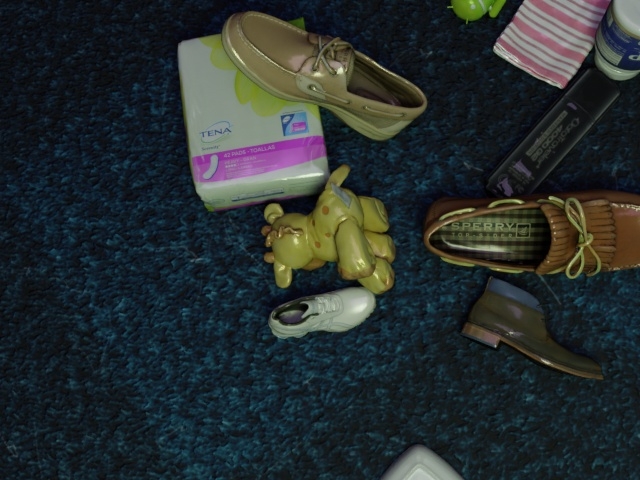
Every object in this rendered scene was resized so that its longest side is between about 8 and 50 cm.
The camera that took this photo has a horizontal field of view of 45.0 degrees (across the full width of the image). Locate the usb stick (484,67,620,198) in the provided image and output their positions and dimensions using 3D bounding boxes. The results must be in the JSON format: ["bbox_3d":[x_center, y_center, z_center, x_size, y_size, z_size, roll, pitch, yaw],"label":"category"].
[{"bbox_3d":[0.379,-0.167,1.261,0.077,0.045,0.278,42,84,5],"label":"usb stick"}]

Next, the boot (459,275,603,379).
[{"bbox_3d":[0.334,0.135,1.178,0.219,0.082,0.106,19,83,12],"label":"boot"}]

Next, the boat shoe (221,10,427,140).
[{"bbox_3d":[0.012,-0.272,1.205,0.341,0.110,0.121,21,64,-26],"label":"boat shoe"}]

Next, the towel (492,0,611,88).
[{"bbox_3d":[0.401,-0.367,1.312,0.144,0.029,0.197,33,82,11],"label":"towel"}]

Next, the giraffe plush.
[{"bbox_3d":[0.000,0.000,1.211,0.170,0.210,0.181,-20,42,25],"label":"giraffe plush"}]

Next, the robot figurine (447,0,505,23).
[{"bbox_3d":[0.269,-0.425,1.320,0.101,0.067,0.115,41,84,7],"label":"robot figurine"}]

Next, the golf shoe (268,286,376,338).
[{"bbox_3d":[0.003,0.113,1.217,0.176,0.086,0.069,-17,74,0],"label":"golf shoe"}]

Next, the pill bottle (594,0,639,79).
[{"bbox_3d":[0.494,-0.329,1.212,0.112,0.186,0.112,-1,77,6],"label":"pill bottle"}]

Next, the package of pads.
[{"bbox_3d":[-0.114,-0.208,1.295,0.229,0.101,0.296,-9,76,3],"label":"package of pads"}]

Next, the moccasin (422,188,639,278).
[{"bbox_3d":[0.345,-0.012,1.160,0.380,0.147,0.139,7,108,7],"label":"moccasin"}]

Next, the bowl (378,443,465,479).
[{"bbox_3d":[0.152,0.393,1.153,0.142,0.053,0.142,42,83,12],"label":"bowl"}]
